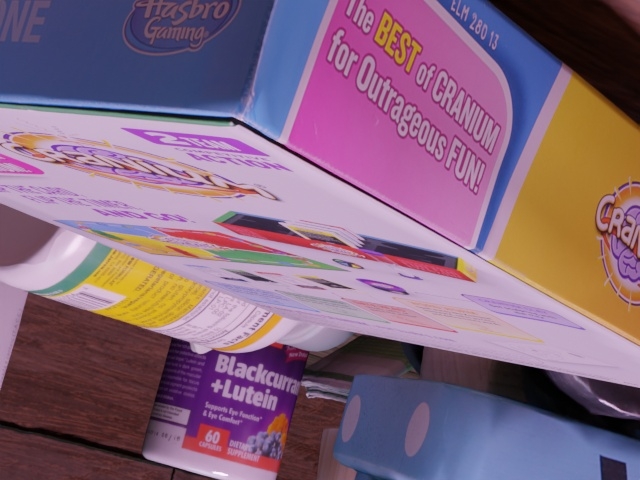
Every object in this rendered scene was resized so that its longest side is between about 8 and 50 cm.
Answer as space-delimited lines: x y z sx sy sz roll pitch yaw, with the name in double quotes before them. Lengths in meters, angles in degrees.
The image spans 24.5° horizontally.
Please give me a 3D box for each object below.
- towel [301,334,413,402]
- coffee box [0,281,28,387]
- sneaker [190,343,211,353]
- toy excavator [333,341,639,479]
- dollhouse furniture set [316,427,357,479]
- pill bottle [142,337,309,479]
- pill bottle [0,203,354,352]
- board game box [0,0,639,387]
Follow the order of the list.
"towel" 0.066 0.085 1.167 0.152 0.023 0.113 -29 -166 -24
"coffee box" -0.426 0.035 0.929 0.338 0.338 0.334 10 170 29
"sneaker" -0.039 0.021 0.922 0.232 0.115 0.090 14 172 6
"toy excavator" 0.075 0.197 0.741 0.433 0.445 0.222 17 171 -15
"dollhouse furniture set" 0.171 0.156 0.956 0.198 0.286 0.303 16 165 -38
"pill bottle" -0.064 0.089 1.150 0.108 0.193 0.108 14 172 2
"pill bottle" -0.067 -0.007 0.779 0.208 0.117 0.118 22 169 -40
"board game box" -0.008 -0.023 0.510 0.242 0.064 0.316 8 169 39
